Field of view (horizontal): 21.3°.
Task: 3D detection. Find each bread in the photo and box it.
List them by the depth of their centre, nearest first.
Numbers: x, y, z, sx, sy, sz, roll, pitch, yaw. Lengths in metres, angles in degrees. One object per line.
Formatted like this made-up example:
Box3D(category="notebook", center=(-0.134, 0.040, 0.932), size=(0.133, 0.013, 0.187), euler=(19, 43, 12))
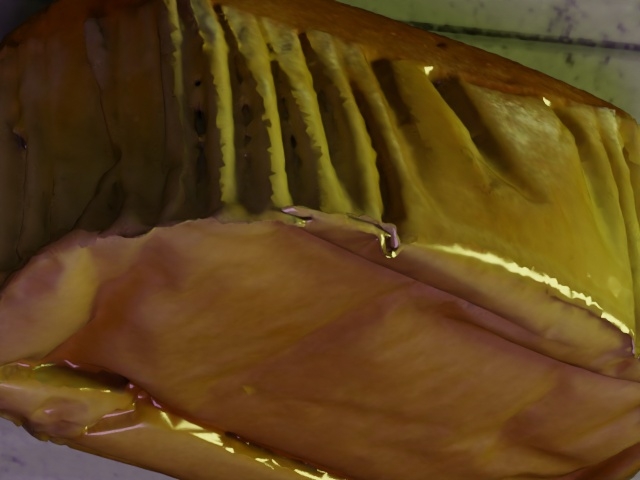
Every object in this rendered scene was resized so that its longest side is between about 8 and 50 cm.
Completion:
Box3D(category="bread", center=(0.000, 0.000, 0.648), size=(0.288, 0.156, 0.204), euler=(15, 141, -28))
